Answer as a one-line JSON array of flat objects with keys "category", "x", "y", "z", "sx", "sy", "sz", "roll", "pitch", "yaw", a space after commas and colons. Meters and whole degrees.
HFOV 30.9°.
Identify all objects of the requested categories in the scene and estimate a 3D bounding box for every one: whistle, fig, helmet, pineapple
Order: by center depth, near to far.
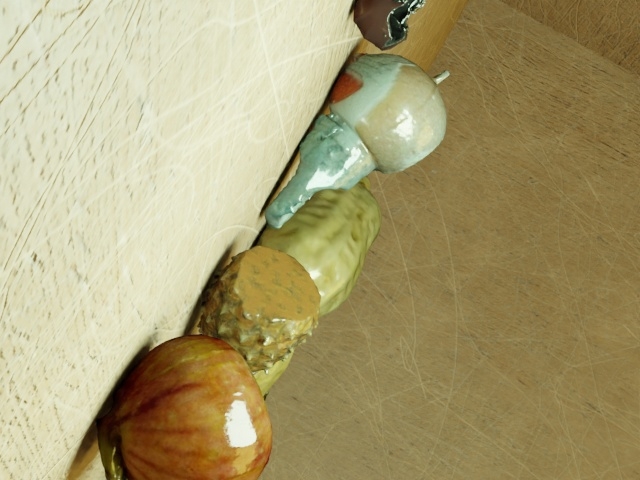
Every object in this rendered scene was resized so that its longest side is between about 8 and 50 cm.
[{"category": "fig", "x": -0.155, "y": 0.208, "z": 1.286, "sx": 0.205, "sy": 0.205, "sz": 0.205, "roll": -60, "pitch": 177, "yaw": -5}, {"category": "helmet", "x": 0.085, "y": -0.300, "z": 1.432, "sx": 0.123, "sy": 0.070, "sz": 0.098, "roll": -65, "pitch": 167, "yaw": 17}, {"category": "pineapple", "x": -0.121, "y": 0.133, "z": 1.587, "sx": 0.279, "sy": 0.158, "sz": 0.158, "roll": -47, "pitch": -173, "yaw": 40}, {"category": "whistle", "x": 0.043, "y": -0.152, "z": 1.680, "sx": 0.348, "sy": 0.189, "sz": 0.189, "roll": -38, "pitch": 175, "yaw": -4}]

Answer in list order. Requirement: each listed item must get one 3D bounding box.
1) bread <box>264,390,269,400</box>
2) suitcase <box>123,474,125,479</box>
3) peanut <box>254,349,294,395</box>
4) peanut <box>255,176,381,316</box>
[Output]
[{"category": "bread", "x": -0.166, "y": 0.292, "z": 2.245, "sx": 0.268, "sy": 0.129, "sz": 0.152, "roll": 106, "pitch": 5, "yaw": -77}, {"category": "suitcase", "x": -0.285, "y": 0.432, "z": 1.592, "sx": 0.285, "sy": 0.066, "sz": 0.206, "roll": -83, "pitch": -161, "yaw": -60}, {"category": "peanut", "x": -0.149, "y": 0.229, "z": 1.914, "sx": 0.313, "sy": 0.149, "sz": 0.149, "roll": -57, "pitch": 178, "yaw": 10}, {"category": "peanut", "x": 0.000, "y": 0.000, "z": 1.892, "sx": 0.192, "sy": 0.169, "sz": 0.387, "roll": -56, "pitch": -179, "yaw": 35}]
